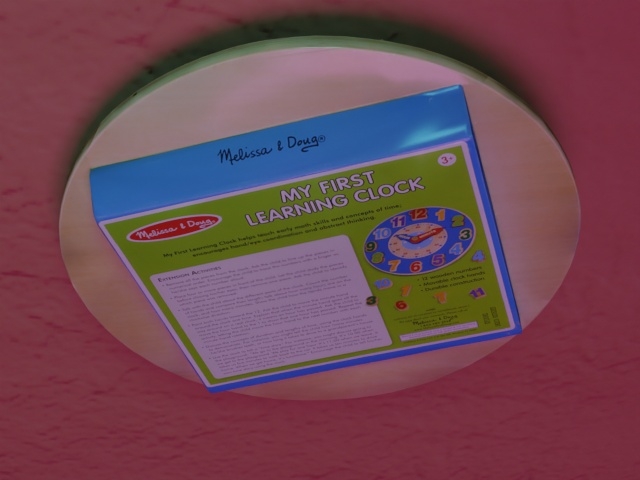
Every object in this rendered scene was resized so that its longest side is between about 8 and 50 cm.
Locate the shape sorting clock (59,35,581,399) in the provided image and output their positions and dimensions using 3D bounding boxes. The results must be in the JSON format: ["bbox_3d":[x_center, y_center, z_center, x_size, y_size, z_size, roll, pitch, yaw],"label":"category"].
[{"bbox_3d":[0.000,0.000,0.481,0.206,0.040,0.206,-2,141,-2],"label":"shape sorting clock"}]
